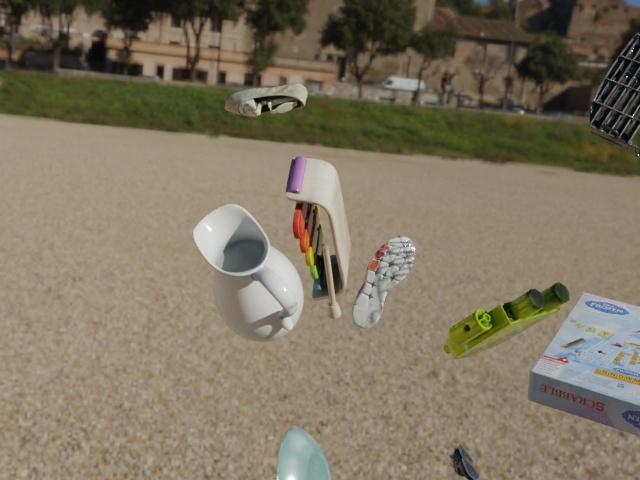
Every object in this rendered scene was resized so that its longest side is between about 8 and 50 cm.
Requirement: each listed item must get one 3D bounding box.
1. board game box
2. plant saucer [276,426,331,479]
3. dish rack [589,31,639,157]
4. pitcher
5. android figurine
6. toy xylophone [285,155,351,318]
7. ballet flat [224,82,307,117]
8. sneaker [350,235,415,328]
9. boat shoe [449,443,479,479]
[{"bbox_3d":[0.569,0.223,1.410,0.318,0.066,0.318,15,30,29],"label":"board game box"},{"bbox_3d":[-0.018,0.419,1.385,0.037,0.195,0.195,-11,3,21],"label":"plant saucer"},{"bbox_3d":[0.493,-0.158,1.020,0.271,0.208,0.074,32,-8,26],"label":"dish rack"},{"bbox_3d":[-0.079,0.071,1.097,0.125,0.207,0.178,-35,56,-13],"label":"pitcher"},{"bbox_3d":[0.356,0.164,1.590,0.248,0.056,0.273,-9,-22,-39],"label":"android figurine"},{"bbox_3d":[0.000,0.000,1.557,0.081,0.323,0.236,-2,38,11],"label":"toy xylophone"},{"bbox_3d":[-0.107,-0.263,1.536,0.168,0.052,0.057,-11,-35,12],"label":"ballet flat"},{"bbox_3d":[0.092,0.061,1.260,0.061,0.158,0.065,32,0,-2],"label":"sneaker"},{"bbox_3d":[0.277,0.440,1.567,0.046,0.038,0.125,47,7,-10],"label":"boat shoe"}]
